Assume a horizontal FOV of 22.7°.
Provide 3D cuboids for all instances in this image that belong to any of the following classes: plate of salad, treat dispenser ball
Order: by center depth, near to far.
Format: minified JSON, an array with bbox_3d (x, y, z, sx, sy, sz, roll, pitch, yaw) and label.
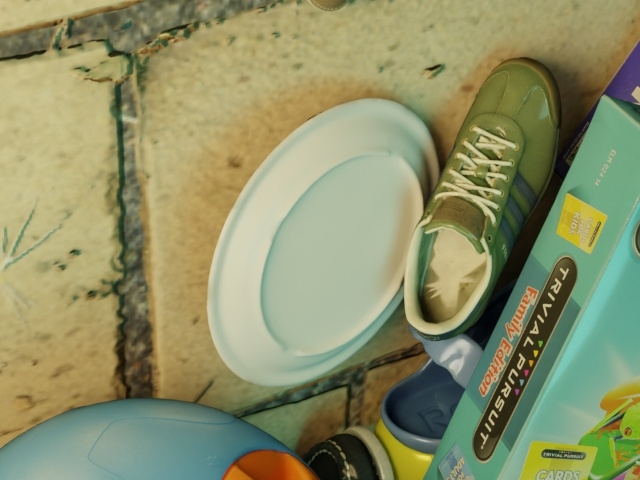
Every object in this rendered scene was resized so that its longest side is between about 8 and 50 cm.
[{"bbox_3d":[-0.107,0.240,0.967,0.288,0.288,0.288,-19,133,-21],"label":"treat dispenser ball"},{"bbox_3d":[0.000,0.000,1.011,0.199,0.048,0.200,-26,131,-34],"label":"plate of salad"}]

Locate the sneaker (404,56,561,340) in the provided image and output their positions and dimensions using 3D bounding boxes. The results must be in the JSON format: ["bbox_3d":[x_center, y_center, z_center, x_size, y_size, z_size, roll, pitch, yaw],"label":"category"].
[{"bbox_3d":[0.101,-0.021,1.016,0.086,0.064,0.192,-26,136,-70],"label":"sneaker"}]

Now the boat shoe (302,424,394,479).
[{"bbox_3d":[-0.026,0.271,1.175,0.091,0.114,0.303,2,115,-29],"label":"boat shoe"}]

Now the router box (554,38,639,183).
[{"bbox_3d":[0.370,-0.133,1.115,0.301,0.082,0.335,10,124,-39],"label":"router box"}]

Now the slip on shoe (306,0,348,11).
[{"bbox_3d":[0.024,-0.185,0.888,0.051,0.041,0.135,3,122,-36],"label":"slip on shoe"}]

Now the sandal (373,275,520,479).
[{"bbox_3d":[0.180,0.071,1.153,0.317,0.126,0.138,-24,131,-18],"label":"sandal"}]

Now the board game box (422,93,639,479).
[{"bbox_3d":[0.235,0.091,1.074,0.253,0.079,0.336,10,115,-28],"label":"board game box"}]
